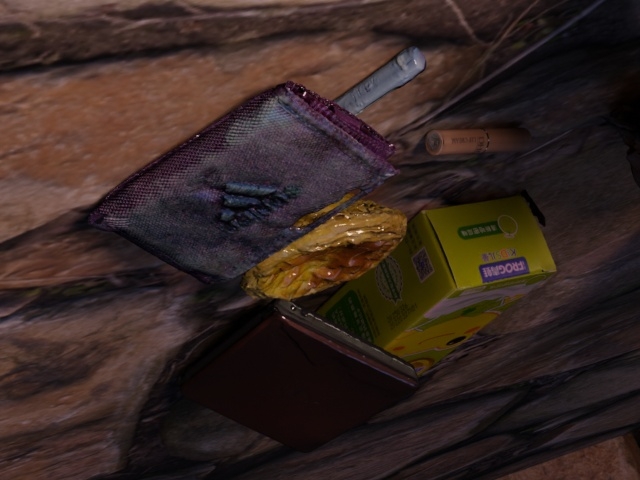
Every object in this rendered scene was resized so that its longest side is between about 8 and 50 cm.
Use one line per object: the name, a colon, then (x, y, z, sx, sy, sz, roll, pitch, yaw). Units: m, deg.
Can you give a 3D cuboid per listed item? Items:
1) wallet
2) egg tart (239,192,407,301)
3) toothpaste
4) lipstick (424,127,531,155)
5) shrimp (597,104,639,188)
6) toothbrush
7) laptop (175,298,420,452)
wallet: (-0.047, -0.034, 0.821, 0.166, 0.030, 0.111, -31, 139, 26)
egg tart: (0.000, 0.000, 0.967, 0.130, 0.052, 0.130, -19, 163, -6)
toothpaste: (0.073, 0.068, 1.206, 0.110, 0.077, 0.327, -11, 159, -33)
lipstick: (0.112, -0.070, 0.948, 0.094, 0.019, 0.019, -6, 156, -40)
shrimp: (0.291, -0.074, 0.991, 0.145, 0.116, 0.343, -32, 166, 28)
toothbrush: (-0.023, -0.058, 0.835, 0.219, 0.016, 0.019, -31, 151, 29)
laptop: (-0.023, 0.125, 1.198, 0.153, 0.026, 0.207, 27, 145, -17)
